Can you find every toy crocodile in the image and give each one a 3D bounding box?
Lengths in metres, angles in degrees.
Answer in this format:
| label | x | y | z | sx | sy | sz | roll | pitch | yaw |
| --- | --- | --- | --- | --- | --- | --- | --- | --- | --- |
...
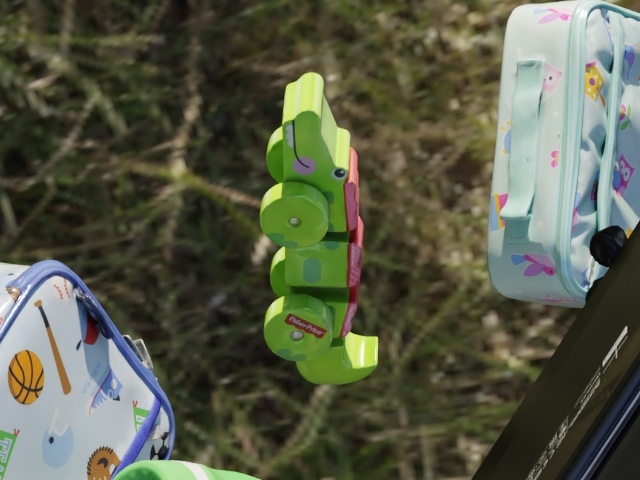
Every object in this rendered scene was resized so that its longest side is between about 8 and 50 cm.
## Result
| label | x | y | z | sx | sy | sz | roll | pitch | yaw |
| --- | --- | --- | --- | --- | --- | --- | --- | --- | --- |
| toy crocodile | 0.000 | 0.000 | 1.858 | 0.115 | 0.105 | 0.341 | -85 | 175 | -55 |

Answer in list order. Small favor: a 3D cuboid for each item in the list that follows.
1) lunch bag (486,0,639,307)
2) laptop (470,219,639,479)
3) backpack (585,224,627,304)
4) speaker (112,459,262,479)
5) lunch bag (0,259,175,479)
| label | x | y | z | sx | sy | sz | roll | pitch | yaw |
| --- | --- | --- | --- | --- | --- | --- | --- | --- | --- |
| lunch bag | 0.239 | -0.070 | 1.771 | 0.224 | 0.107 | 0.279 | 9 | 82 | -57 |
| laptop | 0.200 | 0.164 | 0.913 | 0.236 | 0.382 | 0.408 | 32 | 15 | 0 |
| backpack | 0.332 | 0.071 | 1.110 | 0.276 | 0.213 | 0.263 | 11 | 43 | -40 |
| speaker | -0.025 | 0.254 | 1.467 | 0.296 | 0.131 | 0.131 | 24 | 66 | -35 |
| lunch bag | -0.231 | 0.173 | 1.468 | 0.243 | 0.115 | 0.303 | 60 | 46 | -33 |
